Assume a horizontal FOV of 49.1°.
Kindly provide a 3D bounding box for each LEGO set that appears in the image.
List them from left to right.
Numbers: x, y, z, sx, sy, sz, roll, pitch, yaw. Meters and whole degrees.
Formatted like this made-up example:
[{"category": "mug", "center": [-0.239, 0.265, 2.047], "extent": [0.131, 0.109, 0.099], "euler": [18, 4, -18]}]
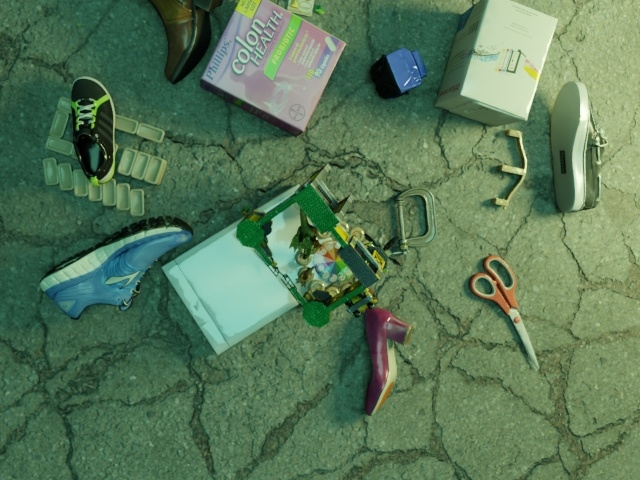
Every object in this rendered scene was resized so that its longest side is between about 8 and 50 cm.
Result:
[{"category": "LEGO set", "center": [0.000, 0.000, 1.488], "extent": [0.331, 0.192, 0.255], "euler": [44, 114, -5]}]

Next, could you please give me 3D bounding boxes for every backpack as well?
[{"category": "backpack", "center": [0.173, -0.367, 1.559], "extent": [0.101, 0.120, 0.098], "euler": [-20, 94, -18]}]

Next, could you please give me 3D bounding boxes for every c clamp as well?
[{"category": "c clamp", "center": [0.207, -0.044, 1.630], "extent": [0.137, 0.022, 0.160], "euler": [-1, 94, -10]}]

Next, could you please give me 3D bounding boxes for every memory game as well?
[{"category": "memory game", "center": [0.036, 0.046, 1.562], "extent": [0.186, 0.012, 0.186], "euler": [0, 93, -9]}]

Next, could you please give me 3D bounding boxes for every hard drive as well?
[{"category": "hard drive", "center": [-0.140, 0.063, 1.563], "extent": [0.353, 0.047, 0.233], "euler": [-32, 98, -7]}]

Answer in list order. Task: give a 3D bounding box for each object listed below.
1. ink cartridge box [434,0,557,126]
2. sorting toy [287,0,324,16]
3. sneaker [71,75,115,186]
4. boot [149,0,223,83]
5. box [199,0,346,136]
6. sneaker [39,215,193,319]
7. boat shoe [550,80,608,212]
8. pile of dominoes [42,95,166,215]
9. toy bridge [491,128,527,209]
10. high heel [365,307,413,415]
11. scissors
[{"category": "ink cartridge box", "center": [0.387, -0.393, 1.568], "extent": [0.168, 0.171, 0.232], "euler": [17, 90, -10]}, {"category": "sorting toy", "center": [-0.030, -0.535, 1.568], "extent": [0.083, 0.012, 0.062], "euler": [10, 91, -10]}, {"category": "sneaker", "center": [-0.467, -0.228, 1.441], "extent": [0.084, 0.097, 0.234], "euler": [-11, 91, -3]}, {"category": "boot", "center": [-0.361, -0.498, 1.461], "extent": [0.280, 0.096, 0.264], "euler": [30, 127, 4]}, {"category": "box", "center": [-0.104, -0.378, 1.511], "extent": [0.243, 0.117, 0.213], "euler": [26, 88, -10]}, {"category": "sneaker", "center": [-0.414, 0.060, 1.489], "extent": [0.330, 0.130, 0.147], "euler": [-28, 107, 0]}, {"category": "boat shoe", "center": [0.620, -0.220, 1.649], "extent": [0.105, 0.113, 0.306], "euler": [-7, 97, -16]}, {"category": "pile of dominoes", "center": [-0.465, -0.177, 1.511], "extent": [0.251, 0.040, 0.196], "euler": [19, 90, -2]}, {"category": "toy bridge", "center": [0.455, -0.166, 1.665], "extent": [0.063, 0.026, 0.188], "euler": [10, 91, -11]}, {"category": "high heel", "center": [0.121, 0.279, 1.619], "extent": [0.117, 0.082, 0.244], "euler": [22, 105, 21]}, {"category": "scissors", "center": [0.472, 0.170, 1.687], "extent": [0.109, 0.021, 0.297], "euler": [-41, 97, -7]}]
